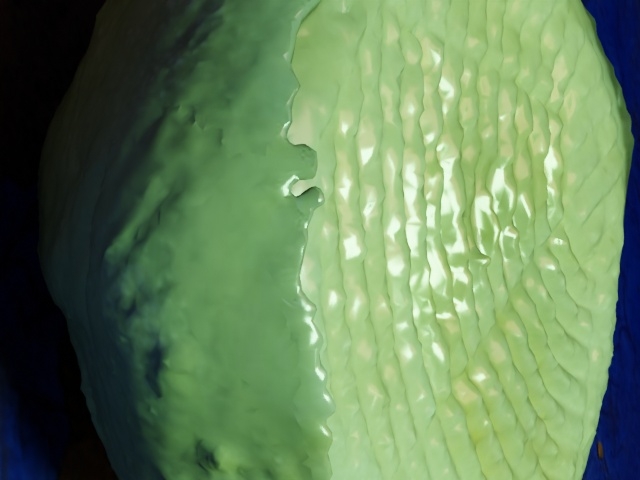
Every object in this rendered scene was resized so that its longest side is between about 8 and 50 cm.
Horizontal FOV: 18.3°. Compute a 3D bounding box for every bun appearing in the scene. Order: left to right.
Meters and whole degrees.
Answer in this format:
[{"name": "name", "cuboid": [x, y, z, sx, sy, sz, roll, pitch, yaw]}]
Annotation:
[{"name": "bun", "cuboid": [-0.005, -0.001, 0.878, 0.364, 0.202, 0.364, -1, 91, -63]}]
